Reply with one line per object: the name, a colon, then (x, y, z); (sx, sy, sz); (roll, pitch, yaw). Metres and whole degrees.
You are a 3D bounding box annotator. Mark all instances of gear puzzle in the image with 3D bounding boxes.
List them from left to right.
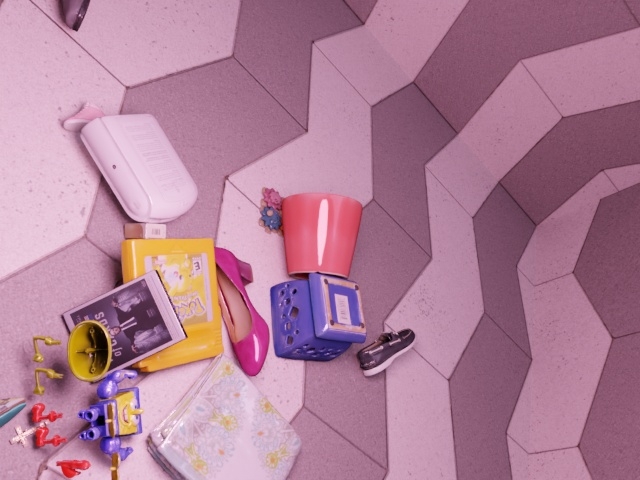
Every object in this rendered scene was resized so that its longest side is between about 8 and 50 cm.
gear puzzle: (-0.067, -0.057, 2.041); (0.339, 0.044, 0.175); (28, 50, -34)

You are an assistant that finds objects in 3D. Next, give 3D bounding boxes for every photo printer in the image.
photo printer: (-0.477, -0.193, 1.602); (0.307, 0.107, 0.256); (59, 23, -3)

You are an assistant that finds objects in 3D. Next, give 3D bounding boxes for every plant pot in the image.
plant pot: (0.000, 0.000, 1.884); (0.275, 0.275, 0.243); (14, 73, -42)
plant pot: (0.002, 0.233, 1.816); (0.236, 0.212, 0.236); (17, 56, -42)

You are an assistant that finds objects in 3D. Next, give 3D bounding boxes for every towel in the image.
towel: (-0.226, 0.521, 1.502); (0.374, 0.090, 0.320); (52, 41, -12)

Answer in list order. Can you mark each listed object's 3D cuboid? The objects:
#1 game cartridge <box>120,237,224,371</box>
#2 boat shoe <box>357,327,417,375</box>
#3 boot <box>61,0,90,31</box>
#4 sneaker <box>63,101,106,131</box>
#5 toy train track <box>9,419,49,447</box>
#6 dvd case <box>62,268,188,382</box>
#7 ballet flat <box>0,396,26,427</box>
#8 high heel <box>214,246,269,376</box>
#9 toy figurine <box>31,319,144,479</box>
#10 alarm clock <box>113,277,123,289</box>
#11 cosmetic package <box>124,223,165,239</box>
game cartridge: (-0.371, 0.156, 1.506); (0.285, 0.053, 0.323); (-2, 83, -55)
boat shoe: (0.240, 0.368, 2.068); (0.302, 0.114, 0.091); (-28, 95, -51)
boot: (-0.777, -0.748, 1.656); (0.223, 0.118, 0.338); (12, 49, -39)
sneaker: (-0.645, -0.337, 1.588); (0.134, 0.051, 0.070); (-20, 82, -53)
toy train track: (-0.607, 0.400, 1.226); (0.083, 0.014, 0.048); (-25, 87, -51)
dvd case: (-0.454, 0.198, 1.363); (0.179, 0.239, 0.029); (64, -1, 4)
ballet flat: (-0.680, 0.367, 1.131); (0.079, 0.077, 0.221); (37, 42, 2)
high heel: (-0.255, 0.193, 1.631); (0.181, 0.127, 0.377); (29, 34, -46)
toy figurine: (-0.488, 0.365, 1.303); (0.217, 0.191, 0.362); (31, 49, -76)
alarm clock: (-0.456, 0.127, 1.511); (0.129, 0.064, 0.192); (38, 42, -25)
cosmetic package: (-0.463, -0.023, 1.542); (0.060, 0.115, 0.041); (3, 89, -44)
